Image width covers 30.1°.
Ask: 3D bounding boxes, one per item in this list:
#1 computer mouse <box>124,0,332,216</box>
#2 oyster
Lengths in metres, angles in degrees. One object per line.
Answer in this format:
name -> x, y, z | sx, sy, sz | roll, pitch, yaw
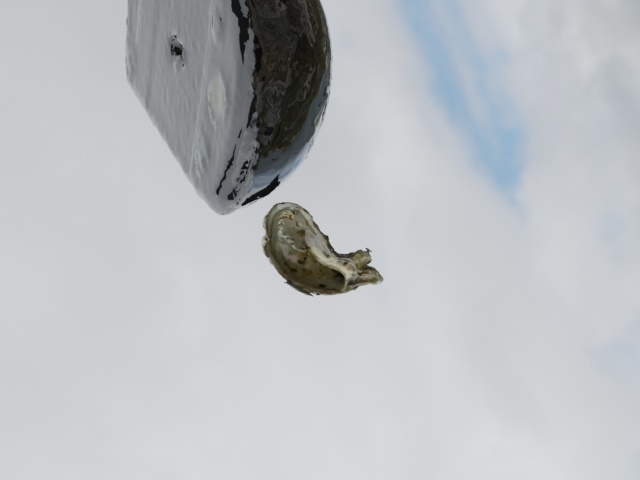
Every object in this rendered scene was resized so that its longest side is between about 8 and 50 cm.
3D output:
computer mouse -> -0.057, -0.134, 0.824 | 0.100, 0.170, 0.269 | -1, -149, -26
oyster -> 0.000, 0.000, 0.838 | 0.038, 0.080, 0.083 | -88, -11, -57
